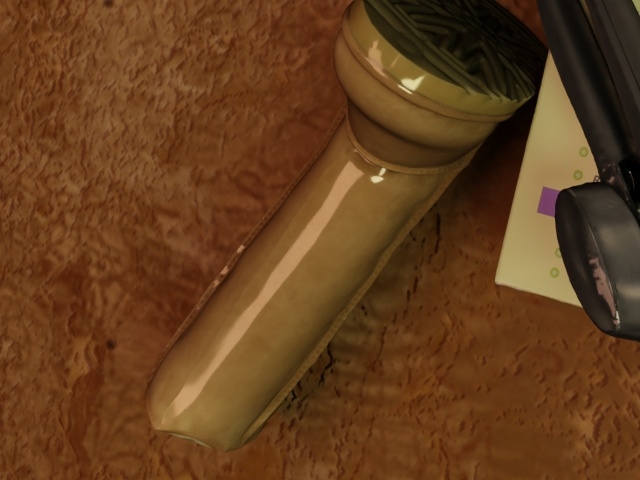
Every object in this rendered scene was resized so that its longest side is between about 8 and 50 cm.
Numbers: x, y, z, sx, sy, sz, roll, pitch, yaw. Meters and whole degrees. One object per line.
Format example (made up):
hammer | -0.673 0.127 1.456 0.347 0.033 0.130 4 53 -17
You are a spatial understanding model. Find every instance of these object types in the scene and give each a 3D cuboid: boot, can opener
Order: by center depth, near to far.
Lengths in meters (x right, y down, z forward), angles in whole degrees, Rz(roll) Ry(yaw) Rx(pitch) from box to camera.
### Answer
can opener | 0.135 -0.046 0.837 0.059 0.073 0.186 -26 64 39
boot | 0.000 0.000 0.971 0.089 0.236 0.269 42 107 12

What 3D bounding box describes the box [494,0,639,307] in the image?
box | 0.223 -0.067 0.883 0.213 0.117 0.243 17 97 34
